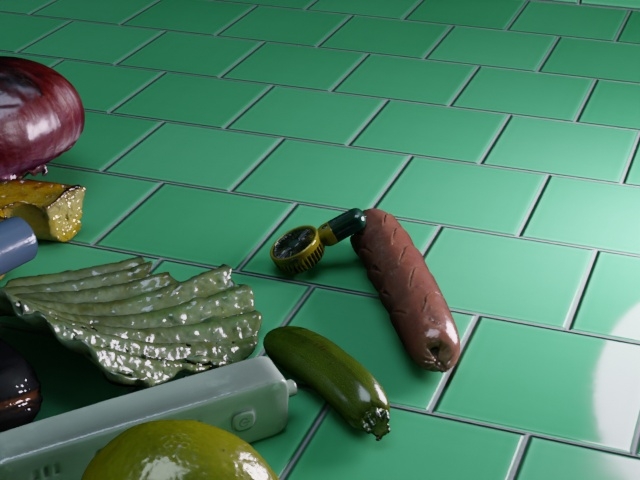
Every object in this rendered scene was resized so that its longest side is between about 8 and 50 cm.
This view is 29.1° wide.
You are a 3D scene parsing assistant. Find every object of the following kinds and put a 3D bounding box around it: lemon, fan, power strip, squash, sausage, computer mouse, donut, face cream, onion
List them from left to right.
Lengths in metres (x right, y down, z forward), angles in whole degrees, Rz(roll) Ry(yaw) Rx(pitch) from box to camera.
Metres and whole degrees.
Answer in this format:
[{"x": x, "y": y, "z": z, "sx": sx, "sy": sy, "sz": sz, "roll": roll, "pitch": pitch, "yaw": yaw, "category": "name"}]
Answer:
[{"x": -0.548, "y": 0.067, "z": 1.645, "sx": 0.135, "sy": 0.086, "sz": 0.385, "roll": 18, "pitch": 33, "yaw": 36, "category": "face cream"}, {"x": -0.447, "y": 0.182, "z": 1.487, "sx": 0.183, "sy": 0.116, "sz": 0.323, "roll": -5, "pitch": 12, "yaw": -30, "category": "computer mouse"}, {"x": -0.582, "y": -0.223, "z": 2.087, "sx": 0.347, "sy": 0.285, "sz": 0.348, "roll": -16, "pitch": 21, "yaw": 7, "category": "onion"}, {"x": -0.497, "y": -0.027, "z": 1.906, "sx": 0.152, "sy": 0.101, "sz": 0.259, "roll": 16, "pitch": 33, "yaw": 30, "category": "donut"}, {"x": -0.198, "y": 0.224, "z": 1.437, "sx": 0.385, "sy": 0.091, "sz": 0.062, "roll": -14, "pitch": 33, "yaw": -24, "category": "power strip"}, {"x": -0.138, "y": 0.272, "z": 1.252, "sx": 0.248, "sy": 0.184, "sz": 0.184, "roll": -1, "pitch": 27, "yaw": -14, "category": "lemon"}, {"x": 0.000, "y": 0.000, "z": 1.849, "sx": 0.155, "sy": 0.039, "sz": 0.082, "roll": -28, "pitch": 29, "yaw": 6, "category": "fan"}, {"x": 0.013, "y": 0.169, "z": 1.560, "sx": 0.069, "sy": 0.069, "sz": 0.258, "roll": -19, "pitch": 34, "yaw": -31, "category": "squash"}, {"x": 0.114, "y": 0.054, "z": 1.756, "sx": 0.087, "sy": 0.088, "sz": 0.433, "roll": -7, "pitch": 28, "yaw": -11, "category": "sausage"}]

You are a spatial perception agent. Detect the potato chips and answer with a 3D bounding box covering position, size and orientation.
[{"x": -0.285, "y": 0.087, "z": 1.642, "sx": 0.373, "sy": 0.097, "sz": 0.389, "roll": 15, "pitch": 14, "yaw": 27, "category": "potato chips"}]
